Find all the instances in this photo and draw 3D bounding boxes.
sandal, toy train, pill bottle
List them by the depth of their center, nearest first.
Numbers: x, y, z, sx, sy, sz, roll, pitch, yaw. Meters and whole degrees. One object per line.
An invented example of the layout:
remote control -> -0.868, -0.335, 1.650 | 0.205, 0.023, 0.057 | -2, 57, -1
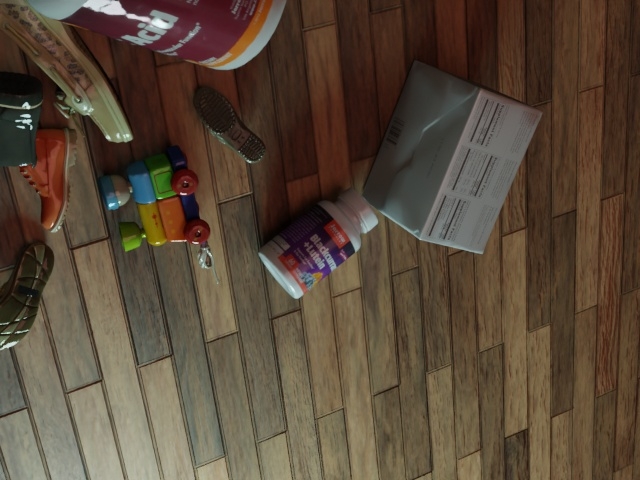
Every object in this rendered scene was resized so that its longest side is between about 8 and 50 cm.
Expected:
pill bottle -> -0.251, -0.373, 1.362 | 0.392, 0.224, 0.224 | 11, 107, -42
sandal -> -0.464, 0.085, 1.601 | 0.072, 0.049, 0.180 | 29, 82, -42
toy train -> -0.250, -0.014, 1.647 | 0.143, 0.105, 0.248 | -16, 120, -11
pill bottle -> 0.000, 0.000, 1.785 | 0.193, 0.108, 0.108 | -39, 126, -8

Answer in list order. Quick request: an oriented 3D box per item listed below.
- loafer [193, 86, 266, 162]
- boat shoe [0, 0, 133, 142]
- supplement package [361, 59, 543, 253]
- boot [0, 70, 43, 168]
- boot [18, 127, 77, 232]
loafer -> -0.149, -0.180, 1.654 | 0.056, 0.050, 0.148 | -44, 111, -9
boat shoe -> -0.365, -0.246, 1.473 | 0.089, 0.104, 0.285 | -34, 114, -3
supplement package -> 0.217, -0.143, 1.783 | 0.145, 0.204, 0.261 | 13, 105, -33
boot -> -0.483, -0.165, 1.439 | 0.198, 0.077, 0.137 | 11, 129, -3
boot -> -0.410, -0.090, 1.544 | 0.085, 0.059, 0.157 | 2, 103, -27
